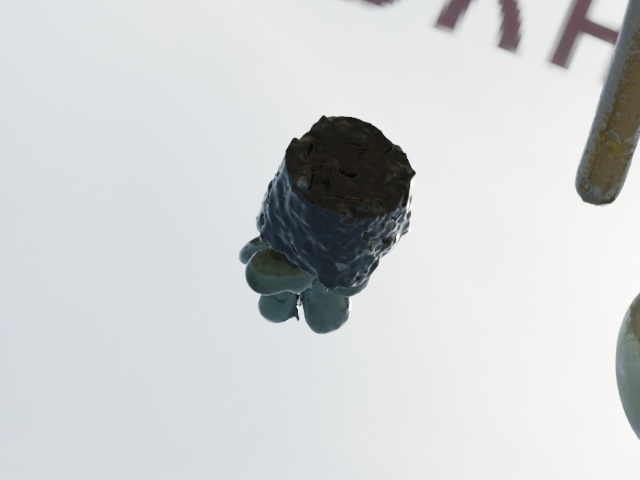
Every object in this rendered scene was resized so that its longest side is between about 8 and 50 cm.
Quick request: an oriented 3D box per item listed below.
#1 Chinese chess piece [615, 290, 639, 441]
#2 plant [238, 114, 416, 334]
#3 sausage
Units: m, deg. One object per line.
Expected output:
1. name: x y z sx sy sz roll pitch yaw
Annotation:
1. Chinese chess piece: 0.457 0.151 2.159 0.249 0.250 0.103 1 170 -39
2. plant: 0.001 0.001 1.896 0.149 0.274 0.146 -25 -111 -30
3. sausage: 0.352 -0.182 2.093 0.065 0.301 0.066 15 -164 -4
